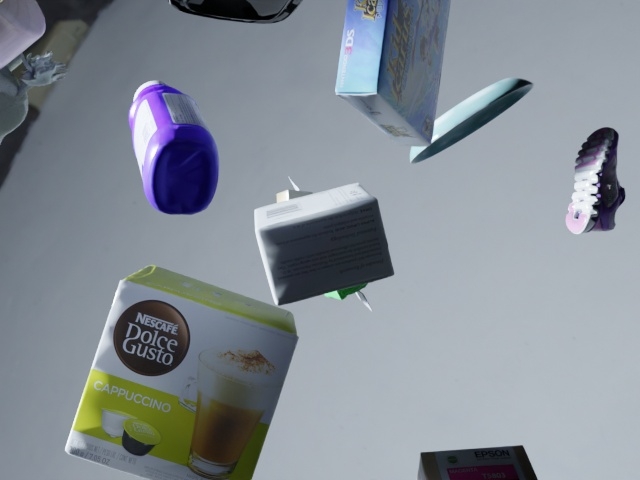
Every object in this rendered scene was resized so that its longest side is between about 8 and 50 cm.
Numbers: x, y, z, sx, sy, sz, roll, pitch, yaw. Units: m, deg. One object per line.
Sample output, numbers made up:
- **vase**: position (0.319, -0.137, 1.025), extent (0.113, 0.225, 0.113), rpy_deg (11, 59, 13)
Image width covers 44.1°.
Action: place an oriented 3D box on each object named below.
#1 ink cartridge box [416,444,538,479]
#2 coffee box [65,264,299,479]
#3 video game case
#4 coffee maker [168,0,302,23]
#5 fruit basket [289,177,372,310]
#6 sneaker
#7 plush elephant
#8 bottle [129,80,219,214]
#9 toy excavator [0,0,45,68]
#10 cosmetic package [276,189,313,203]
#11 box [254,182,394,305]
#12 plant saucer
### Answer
- **ink cartridge box**: position (0.332, 0.526, 1.631), extent (0.234, 0.088, 0.193), rpy_deg (-3, 32, -5)
- **coffee box**: position (-0.254, 0.262, 1.553), extent (0.337, 0.338, 0.335), rpy_deg (19, 91, -4)
- **video game case**: position (0.108, -0.287, 1.058), extent (0.061, 0.244, 0.270), rpy_deg (5, 84, 25)
- **coffee maker**: position (-0.061, -0.268, 0.626), extent (0.120, 0.171, 0.178), rpy_deg (0, 82, 4)
- **fruit basket**: position (0.029, -0.004, 2.078), extent (0.165, 0.327, 0.353), rpy_deg (-28, 19, 3)
- **sneaker**: position (0.604, -0.121, 1.690), extent (0.095, 0.104, 0.237), rpy_deg (-172, 94, -75)
- **plush elephant**: position (-0.659, -0.313, 1.436), extent (0.330, 0.272, 0.255), rpy_deg (-35, 66, -7)
- **bottle**: position (-0.205, -0.140, 1.065), extent (0.283, 0.092, 0.118), rpy_deg (-122, 37, -56)
- **toy excavator**: position (-0.525, -0.396, 0.830), extent (0.222, 0.445, 0.433), rpy_deg (-32, 91, 16)
- **cosmetic package**: position (-0.044, -0.031, 1.434), extent (0.041, 0.060, 0.115), rpy_deg (-14, 75, 51)
- **box**: position (0.000, 0.000, 1.188), extent (0.181, 0.181, 0.119), rpy_deg (-14, 103, -2)
- **plant saucer**: position (0.327, -0.273, 1.760), extent (0.317, 0.317, 0.044), rpy_deg (-34, 85, 18)
